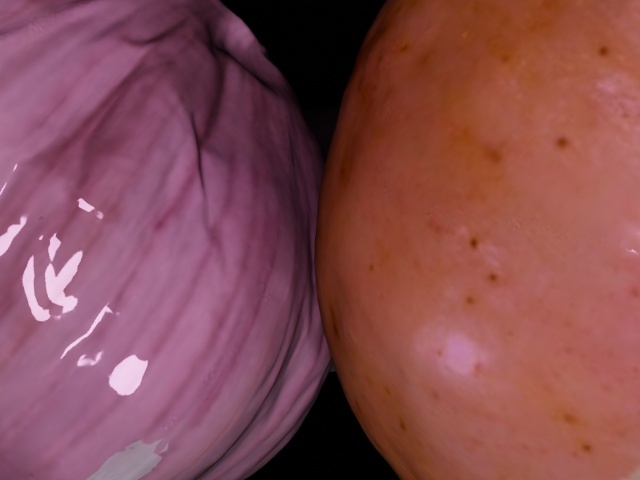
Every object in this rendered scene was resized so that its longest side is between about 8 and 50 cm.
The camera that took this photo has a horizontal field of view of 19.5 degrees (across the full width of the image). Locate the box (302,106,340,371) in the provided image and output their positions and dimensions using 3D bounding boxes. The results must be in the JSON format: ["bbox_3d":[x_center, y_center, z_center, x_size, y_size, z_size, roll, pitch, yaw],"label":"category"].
[{"bbox_3d":[0.000,0.000,1.401,0.231,0.149,0.155,-7,144,6],"label":"box"}]

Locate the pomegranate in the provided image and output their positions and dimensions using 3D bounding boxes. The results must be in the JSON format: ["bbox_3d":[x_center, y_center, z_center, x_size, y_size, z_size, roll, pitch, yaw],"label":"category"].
[{"bbox_3d":[0.172,-0.006,0.741,0.338,0.338,0.338,-6,175,-1],"label":"pomegranate"}]

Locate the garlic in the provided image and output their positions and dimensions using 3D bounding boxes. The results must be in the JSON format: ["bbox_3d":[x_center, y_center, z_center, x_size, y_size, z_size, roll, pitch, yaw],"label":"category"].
[{"bbox_3d":[-0.128,-0.010,0.851,0.259,0.317,0.317,-46,175,-2],"label":"garlic"}]
